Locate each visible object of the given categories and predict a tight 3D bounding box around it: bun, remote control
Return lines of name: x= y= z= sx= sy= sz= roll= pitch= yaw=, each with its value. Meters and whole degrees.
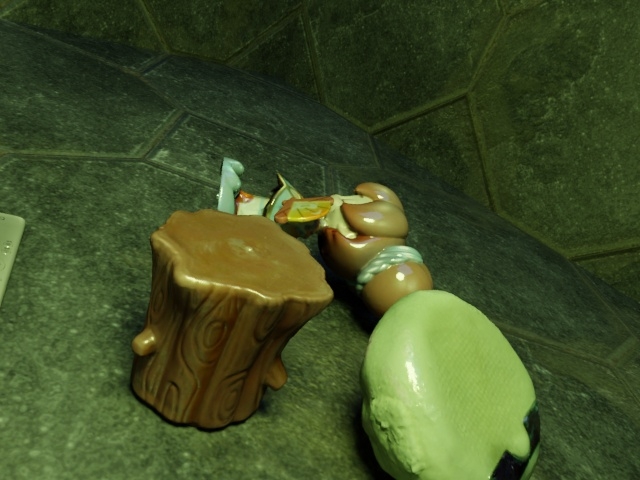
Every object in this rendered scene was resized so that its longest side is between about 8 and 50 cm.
bun: x=0.150 y=0.222 z=0.766 sx=0.293 sy=0.187 sz=0.293 roll=28 pitch=43 yaw=-30
remote control: x=-0.464 y=0.026 z=0.781 sx=0.067 sy=0.029 sz=0.261 roll=12 pitch=26 yaw=-25

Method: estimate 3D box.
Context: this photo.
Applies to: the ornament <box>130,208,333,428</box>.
ornament: x=-0.120 y=0.101 z=0.711 sx=0.221 sy=0.218 sz=0.235 roll=26 pitch=23 yaw=3

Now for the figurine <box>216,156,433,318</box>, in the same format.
figurine: x=0.000 y=-0.001 z=1.018 sx=0.387 sy=0.248 sz=0.276 roll=7 pitch=9 yaw=-12
